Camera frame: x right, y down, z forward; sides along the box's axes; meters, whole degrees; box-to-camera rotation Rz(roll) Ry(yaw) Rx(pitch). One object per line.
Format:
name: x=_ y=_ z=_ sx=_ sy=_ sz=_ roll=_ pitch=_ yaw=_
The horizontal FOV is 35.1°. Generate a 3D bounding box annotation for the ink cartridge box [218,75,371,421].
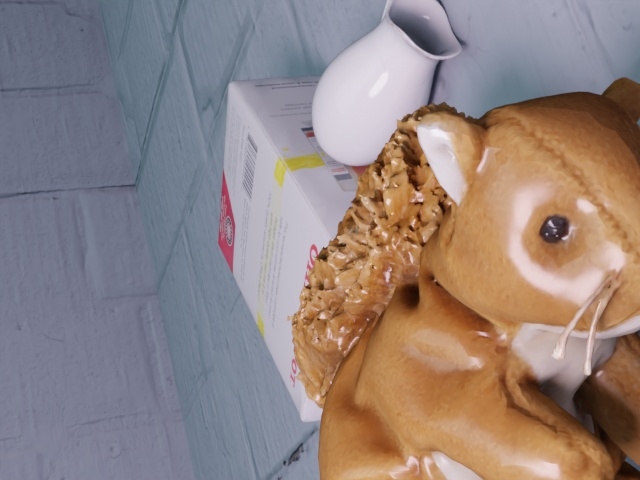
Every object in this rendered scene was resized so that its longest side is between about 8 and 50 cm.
ink cartridge box: x=0.000 y=0.000 z=1.308 sx=0.385 sy=0.160 sz=0.279 roll=-120 pitch=31 yaw=-47

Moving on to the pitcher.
pitcher: x=0.072 y=-0.199 z=1.154 sx=0.207 sy=0.125 sz=0.178 roll=125 pitch=156 yaw=-45

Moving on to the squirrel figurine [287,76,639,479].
squirrel figurine: x=0.110 y=0.040 z=0.766 sx=0.397 sy=0.281 sz=0.371 roll=-129 pitch=34 yaw=-47
